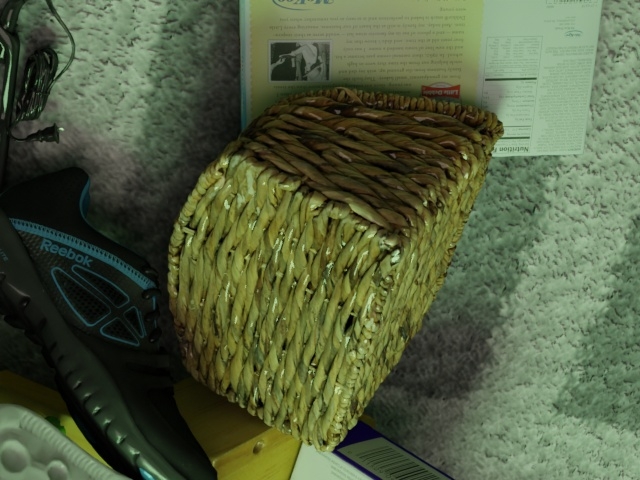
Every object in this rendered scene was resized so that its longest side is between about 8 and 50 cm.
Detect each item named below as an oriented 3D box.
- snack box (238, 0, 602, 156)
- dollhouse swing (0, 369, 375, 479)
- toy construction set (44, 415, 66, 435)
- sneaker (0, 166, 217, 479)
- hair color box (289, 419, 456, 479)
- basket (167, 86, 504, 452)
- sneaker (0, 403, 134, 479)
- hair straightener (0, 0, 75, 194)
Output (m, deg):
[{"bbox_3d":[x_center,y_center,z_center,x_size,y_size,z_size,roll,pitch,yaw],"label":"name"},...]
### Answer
[{"bbox_3d":[0.087,-0.168,1.105,0.321,0.060,0.187,-2,119,-6],"label":"snack box"},{"bbox_3d":[-0.166,0.269,1.314,0.315,0.305,0.347,-23,129,-43],"label":"dollhouse swing"},{"bbox_3d":[-0.378,0.223,1.184,0.327,0.151,0.215,3,114,18],"label":"toy construction set"},{"bbox_3d":[-0.181,0.083,1.074,0.139,0.125,0.341,-34,83,-23],"label":"sneaker"},{"bbox_3d":[0.031,0.374,1.210,0.110,0.185,0.339,0,114,-54],"label":"hair color box"},{"bbox_3d":[0.000,0.000,1.124,0.213,0.223,0.299,28,136,13],"label":"basket"},{"bbox_3d":[-0.247,0.275,1.028,0.236,0.130,0.323,-26,116,36],"label":"sneaker"},{"bbox_3d":[-0.272,-0.122,1.105,0.089,0.047,0.230,17,111,-15],"label":"hair straightener"}]
